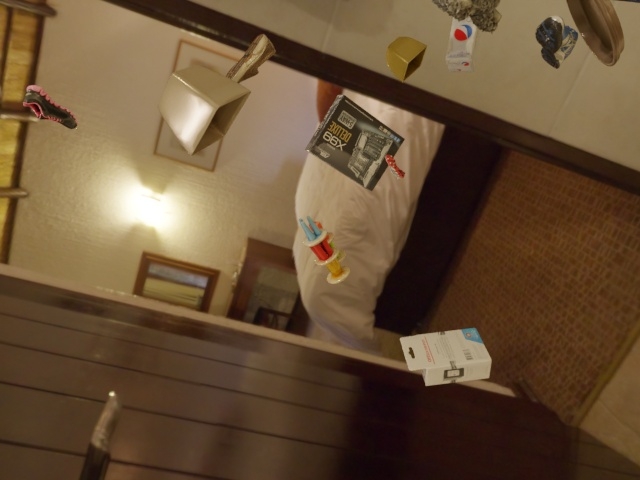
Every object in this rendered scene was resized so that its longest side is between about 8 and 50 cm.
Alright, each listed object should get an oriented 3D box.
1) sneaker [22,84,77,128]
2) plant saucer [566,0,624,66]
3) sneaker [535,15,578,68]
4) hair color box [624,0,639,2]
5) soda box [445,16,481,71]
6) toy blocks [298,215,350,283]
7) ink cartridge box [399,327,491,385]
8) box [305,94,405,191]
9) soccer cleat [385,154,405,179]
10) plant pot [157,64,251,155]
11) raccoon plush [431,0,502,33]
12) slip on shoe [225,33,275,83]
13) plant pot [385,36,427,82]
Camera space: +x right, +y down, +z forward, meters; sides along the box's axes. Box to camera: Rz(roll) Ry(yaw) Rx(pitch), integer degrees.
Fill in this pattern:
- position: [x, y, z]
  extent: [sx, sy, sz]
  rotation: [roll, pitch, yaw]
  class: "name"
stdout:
- position: [-0.585, -0.275, 1.032]
  extent: [0.047, 0.119, 0.057]
  rotation: [-12, 54, 30]
  class: "sneaker"
- position: [0.763, -0.616, 1.329]
  extent: [0.041, 0.278, 0.277]
  rotation: [-29, 34, 23]
  class: "plant saucer"
- position: [0.634, -0.545, 1.276]
  extent: [0.081, 0.080, 0.211]
  rotation: [-46, -23, 15]
  class: "sneaker"
- position: [0.580, -0.571, 0.920]
  extent: [0.173, 0.105, 0.347]
  rotation: [-55, 25, 21]
  class: "hair color box"
- position: [0.396, -0.573, 1.299]
  extent: [0.074, 0.069, 0.216]
  rotation: [25, -105, -63]
  class: "soda box"
- position: [0.000, 0.000, 0.968]
  extent: [0.054, 0.148, 0.123]
  rotation: [-28, 26, 8]
  class: "toy blocks"
- position: [0.277, 0.264, 1.081]
  extent: [0.104, 0.180, 0.060]
  rotation: [-97, 1, -56]
  class: "ink cartridge box"
- position: [0.132, -0.368, 1.828]
  extent: [0.242, 0.308, 0.076]
  rotation: [-58, 23, 5]
  class: "box"
- position: [0.215, -0.215, 1.410]
  extent: [0.029, 0.083, 0.036]
  rotation: [-44, 8, -27]
  class: "soccer cleat"
- position: [-0.198, -0.224, 0.785]
  extent: [0.109, 0.096, 0.109]
  rotation: [-46, 5, 37]
  class: "plant pot"
- position: [0.208, -0.538, 1.004]
  extent: [0.446, 0.216, 0.298]
  rotation: [175, 87, -67]
  class: "raccoon plush"
- position: [-0.137, -0.329, 0.913]
  extent: [0.051, 0.041, 0.135]
  rotation: [20, 74, 52]
  class: "slip on shoe"
- position: [0.223, -0.498, 1.289]
  extent: [0.081, 0.083, 0.081]
  rotation: [-45, -12, -15]
  class: "plant pot"
